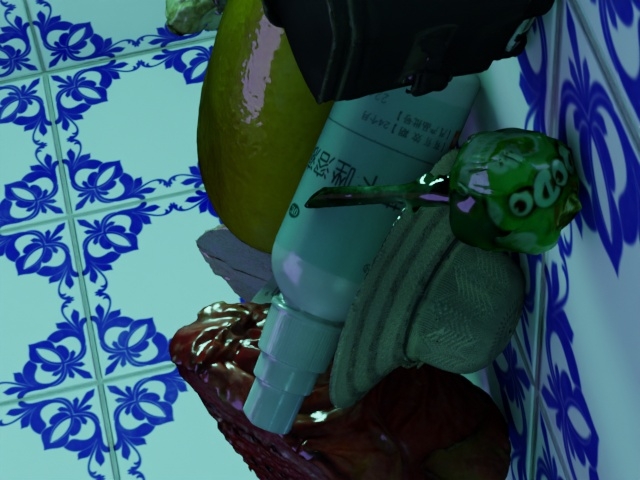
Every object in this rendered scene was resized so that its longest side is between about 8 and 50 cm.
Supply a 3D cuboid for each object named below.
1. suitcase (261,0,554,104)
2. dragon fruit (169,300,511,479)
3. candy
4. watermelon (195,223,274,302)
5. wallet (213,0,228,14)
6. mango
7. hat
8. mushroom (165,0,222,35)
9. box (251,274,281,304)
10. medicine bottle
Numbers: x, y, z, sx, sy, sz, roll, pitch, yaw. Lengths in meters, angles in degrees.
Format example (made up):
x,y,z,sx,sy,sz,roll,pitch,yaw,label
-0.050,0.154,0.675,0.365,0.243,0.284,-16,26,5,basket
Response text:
x,y,z,sx,sy,sz,roll,pitch,yaw,label
0.023,-0.313,1.242,0.283,0.194,0.434,113,143,-82,suitcase
-0.003,0.188,1.651,0.240,0.330,0.302,-58,6,10,dragon fruit
0.074,-0.036,1.321,0.323,0.097,0.097,0,104,58,candy
0.026,-0.010,2.068,0.292,0.319,0.222,-20,37,55,watermelon
-0.072,-0.430,2.112,0.044,0.169,0.317,-99,0,-63,wallet
0.001,-0.166,1.682,0.445,0.220,0.301,107,178,-52,mango
0.114,0.052,1.483,0.252,0.110,0.252,-55,-18,-27,hat
-0.056,-0.300,2.301,0.267,0.164,0.189,37,-152,-15,mushroom
0.045,0.123,1.909,0.233,0.067,0.149,23,159,46,box
0.020,0.000,1.507,0.110,0.110,0.352,-122,55,-75,medicine bottle
